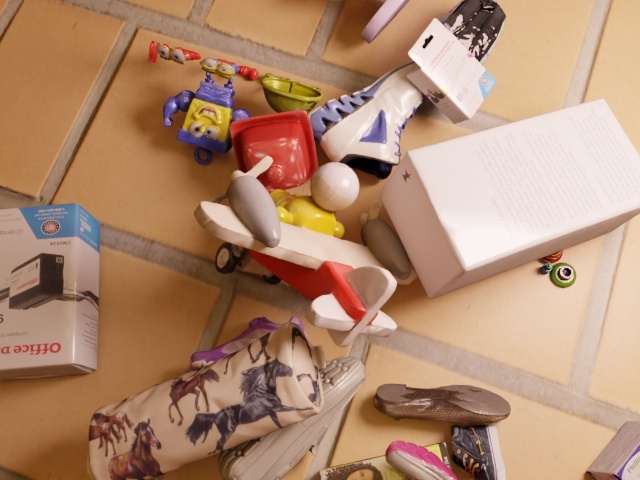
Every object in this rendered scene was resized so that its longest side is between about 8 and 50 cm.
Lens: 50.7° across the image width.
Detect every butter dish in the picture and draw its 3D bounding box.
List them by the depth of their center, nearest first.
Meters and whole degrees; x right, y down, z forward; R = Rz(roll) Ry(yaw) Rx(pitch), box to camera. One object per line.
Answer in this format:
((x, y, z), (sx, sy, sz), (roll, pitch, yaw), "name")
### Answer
((-0.088, -0.152, 1.305), (0.160, 0.160, 0.118), (-8, 38, 2), "butter dish")

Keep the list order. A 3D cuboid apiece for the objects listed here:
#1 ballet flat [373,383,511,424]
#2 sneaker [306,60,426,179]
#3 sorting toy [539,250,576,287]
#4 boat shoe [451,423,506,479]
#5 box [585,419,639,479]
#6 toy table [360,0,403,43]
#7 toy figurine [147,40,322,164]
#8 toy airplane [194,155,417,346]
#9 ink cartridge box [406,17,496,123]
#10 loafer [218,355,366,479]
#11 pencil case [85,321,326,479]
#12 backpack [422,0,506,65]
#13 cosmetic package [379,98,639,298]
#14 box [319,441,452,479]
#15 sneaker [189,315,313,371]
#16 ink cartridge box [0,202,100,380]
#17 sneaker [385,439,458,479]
((0.221, 0.308, 1.240), (0.249, 0.084, 0.058), (3, 113, 0), "ballet flat")
((0.131, -0.229, 1.384), (0.315, 0.127, 0.182), (-29, 88, -13), "sneaker")
((0.463, 0.044, 1.322), (0.061, 0.042, 0.102), (-28, 75, -7), "sorting toy")
((0.272, 0.392, 1.170), (0.083, 0.183, 0.065), (-1, 115, 6), "boat shoe")
((0.548, 0.380, 1.167), (0.072, 0.137, 0.126), (42, 78, 12), "box")
((0.132, -0.570, 1.433), (0.161, 0.252, 0.274), (40, 69, -5), "toy table")
((-0.194, -0.258, 1.410), (0.362, 0.191, 0.217), (17, 104, -1), "toy figurine")
((0.000, 0.000, 1.164), (0.384, 0.386, 0.273), (23, 97, 3), "toy airplane")
((0.246, -0.331, 1.328), (0.181, 0.061, 0.104), (41, 75, -17), "ink cartridge box")
((-0.038, 0.336, 1.222), (0.319, 0.112, 0.111), (-38, 113, -14), "loafer")
((-0.186, 0.284, 1.144), (0.410, 0.183, 0.160), (-25, 93, 6), "pencil case")
((0.301, -0.430, 1.429), (0.152, 0.115, 0.182), (36, 89, -11), "backpack")
((0.367, -0.083, 1.242), (0.453, 0.161, 0.230), (-17, 72, -21), "cosmetic package")
((0.118, 0.427, 1.204), (0.232, 0.058, 0.087), (-13, 74, -3), "box")
((-0.127, 0.198, 1.268), (0.236, 0.095, 0.105), (-8, 66, -6), "sneaker")
((-0.549, 0.100, 1.282), (0.223, 0.129, 0.308), (-5, 73, -1), "ink cartridge box")
((0.195, 0.437, 1.117), (0.252, 0.103, 0.111), (42, 88, -3), "sneaker")
